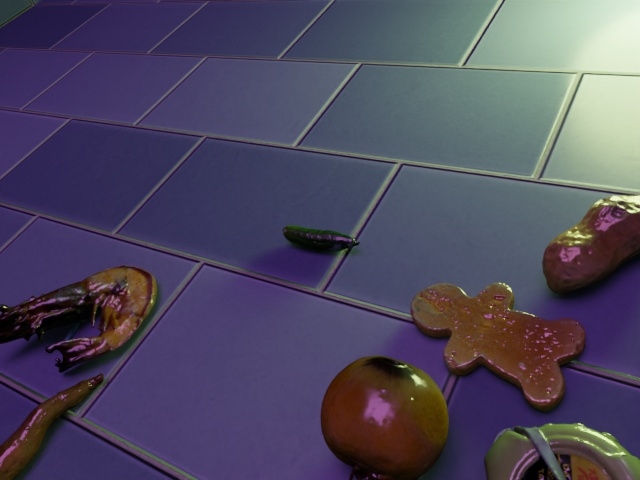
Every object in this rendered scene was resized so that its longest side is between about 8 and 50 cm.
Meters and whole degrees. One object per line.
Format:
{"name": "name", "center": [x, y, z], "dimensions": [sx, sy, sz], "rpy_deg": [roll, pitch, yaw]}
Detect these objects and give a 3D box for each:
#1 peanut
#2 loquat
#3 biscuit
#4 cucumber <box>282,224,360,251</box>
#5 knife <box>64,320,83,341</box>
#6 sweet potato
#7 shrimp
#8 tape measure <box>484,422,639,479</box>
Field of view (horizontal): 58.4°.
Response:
{"name": "peanut", "center": [0.398, -0.001, 0.804], "dimensions": [0.214, 0.099, 0.099], "rpy_deg": [-34, 45, -6]}
{"name": "loquat", "center": [0.074, 0.210, 0.675], "dimensions": [0.163, 0.137, 0.163], "rpy_deg": [1, 54, -2]}
{"name": "biscuit", "center": [0.229, 0.124, 0.778], "dimensions": [0.234, 0.030, 0.153], "rpy_deg": [20, 56, 35]}
{"name": "cucumber", "center": [0.000, 0.000, 0.980], "dimensions": [0.155, 0.037, 0.037], "rpy_deg": [9, 51, 29]}
{"name": "knife", "center": [-0.427, 0.142, 1.017], "dimensions": [0.014, 0.005, 0.091], "rpy_deg": [-2, 46, 20]}
{"name": "sweet potato", "center": [-0.414, 0.276, 0.853], "dimensions": [0.050, 0.050, 0.214], "rpy_deg": [16, 51, 32]}
{"name": "shrimp", "center": [-0.411, 0.143, 0.967], "dimensions": [0.289, 0.075, 0.178], "rpy_deg": [-19, 45, -22]}
{"name": "tape measure", "center": [0.247, 0.275, 0.571], "dimensions": [0.175, 0.106, 0.200], "rpy_deg": [-16, 40, 24]}
